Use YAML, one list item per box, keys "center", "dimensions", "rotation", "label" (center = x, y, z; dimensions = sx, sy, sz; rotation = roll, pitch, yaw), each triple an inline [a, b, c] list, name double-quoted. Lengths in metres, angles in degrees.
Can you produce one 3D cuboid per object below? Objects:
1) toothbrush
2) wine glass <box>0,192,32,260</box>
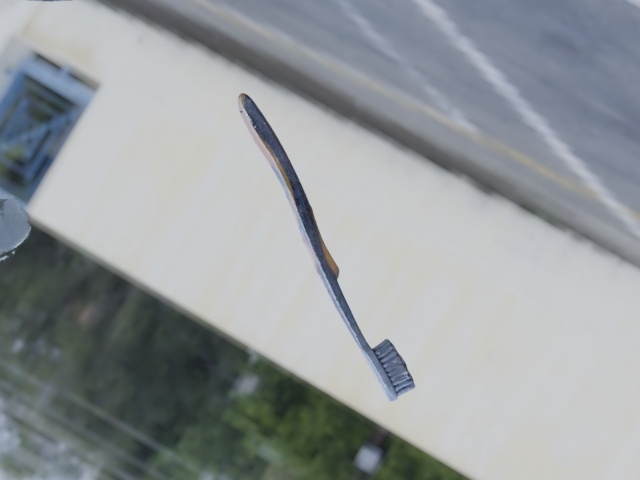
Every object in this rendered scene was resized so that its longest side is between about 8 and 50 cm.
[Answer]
- center: [-0.003, 0.001, 1.708]
  dimensions: [0.321, 0.031, 0.023]
  rotation: [60, 167, 18]
  label: "toothbrush"
- center: [-0.297, -0.095, 1.543]
  dimensions: [0.074, 0.074, 0.262]
  rotation: [34, -159, -45]
  label: "wine glass"
